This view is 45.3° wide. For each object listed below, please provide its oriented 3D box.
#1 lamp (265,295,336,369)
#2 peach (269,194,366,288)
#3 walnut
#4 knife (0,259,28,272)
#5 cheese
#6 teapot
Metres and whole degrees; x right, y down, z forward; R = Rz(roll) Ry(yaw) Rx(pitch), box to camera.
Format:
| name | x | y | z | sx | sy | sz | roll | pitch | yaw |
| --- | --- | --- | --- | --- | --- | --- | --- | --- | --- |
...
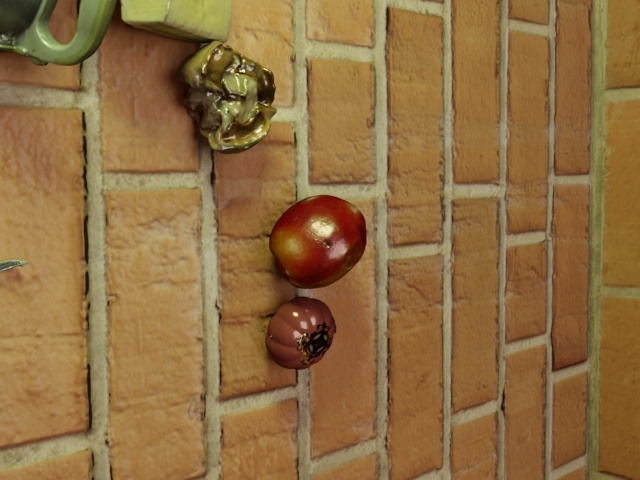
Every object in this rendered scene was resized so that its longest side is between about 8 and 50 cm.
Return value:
| name | x | y | z | sx | sy | sz | roll | pitch | yaw |
| --- | --- | --- | --- | --- | --- | --- | --- | --- | --- |
| lamp | -0.052 | 0.215 | 1.811 | 0.182 | 0.140 | 0.182 | -21 | 124 | -34 |
| peach | 0.000 | 0.000 | 1.768 | 0.243 | 0.243 | 0.200 | -45 | 112 | -28 |
| walnut | -0.204 | -0.313 | 1.642 | 0.204 | 0.141 | 0.238 | -41 | 127 | -34 |
| knife | -0.625 | 0.066 | 1.393 | 0.184 | 0.026 | 0.022 | -23 | 136 | -35 |
| cheese | -0.280 | -0.526 | 1.511 | 0.265 | 0.123 | 0.243 | -16 | 110 | -68 |
| teapot | -0.518 | -0.436 | 1.313 | 0.321 | 0.239 | 0.240 | 4 | 113 | -20 |
